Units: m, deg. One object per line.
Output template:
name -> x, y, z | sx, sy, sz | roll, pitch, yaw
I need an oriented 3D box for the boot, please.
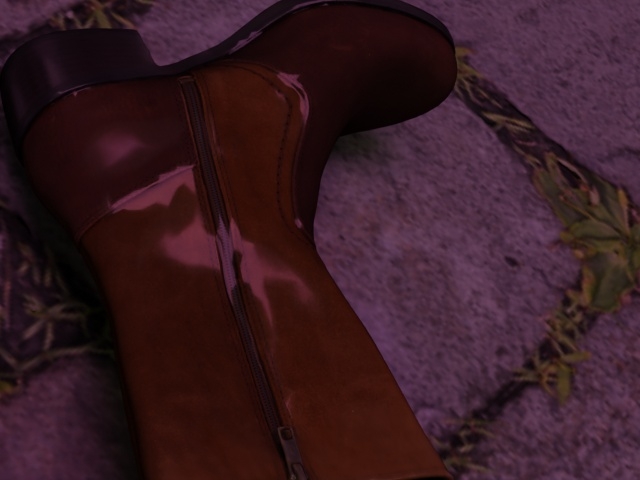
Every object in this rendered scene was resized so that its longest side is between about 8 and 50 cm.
boot -> 0.000, 0.000, 0.846 | 0.264, 0.096, 0.280 | -4, 50, -31
